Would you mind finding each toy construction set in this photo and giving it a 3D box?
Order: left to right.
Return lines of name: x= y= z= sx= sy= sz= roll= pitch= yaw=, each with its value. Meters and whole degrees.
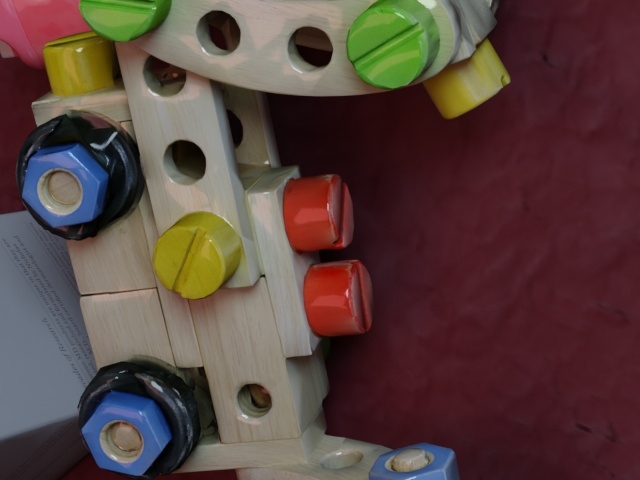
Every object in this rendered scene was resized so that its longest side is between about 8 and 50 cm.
toy construction set: x=0.000 y=0.000 z=0.671 sx=0.215 sy=0.151 sz=0.327 roll=-7 pitch=92 yaw=18

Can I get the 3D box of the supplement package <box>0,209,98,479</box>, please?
supplement package: x=-0.175 y=0.064 z=0.754 sx=0.105 sy=0.179 sz=0.105 roll=-40 pitch=76 yaw=28

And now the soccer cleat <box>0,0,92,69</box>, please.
soccer cleat: x=-0.118 y=-0.194 z=0.756 sx=0.095 sy=0.083 sz=0.248 roll=-12 pitch=85 yaw=2
